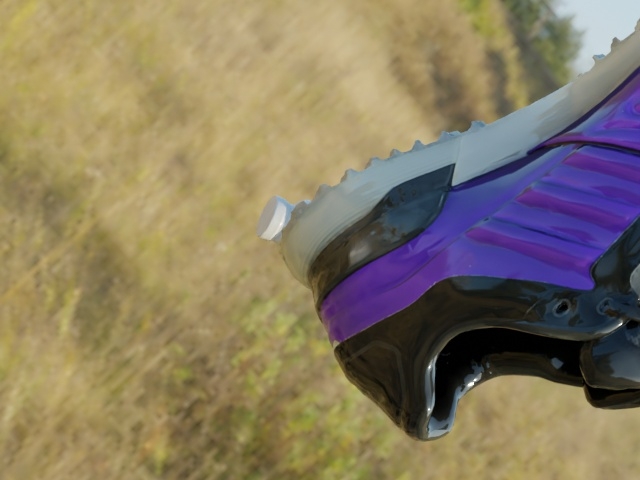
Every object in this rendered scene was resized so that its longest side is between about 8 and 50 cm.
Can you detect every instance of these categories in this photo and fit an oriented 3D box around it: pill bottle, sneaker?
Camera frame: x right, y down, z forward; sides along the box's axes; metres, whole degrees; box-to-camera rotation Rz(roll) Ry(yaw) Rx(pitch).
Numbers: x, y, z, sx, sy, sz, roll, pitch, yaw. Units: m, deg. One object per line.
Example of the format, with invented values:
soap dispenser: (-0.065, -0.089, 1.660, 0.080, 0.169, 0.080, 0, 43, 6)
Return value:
pill bottle: (0.000, 0.000, 0.998, 0.083, 0.043, 0.043, 25, 13, -17)
sneaker: (0.139, -0.002, 0.652, 0.146, 0.293, 0.102, 66, 7, 30)
